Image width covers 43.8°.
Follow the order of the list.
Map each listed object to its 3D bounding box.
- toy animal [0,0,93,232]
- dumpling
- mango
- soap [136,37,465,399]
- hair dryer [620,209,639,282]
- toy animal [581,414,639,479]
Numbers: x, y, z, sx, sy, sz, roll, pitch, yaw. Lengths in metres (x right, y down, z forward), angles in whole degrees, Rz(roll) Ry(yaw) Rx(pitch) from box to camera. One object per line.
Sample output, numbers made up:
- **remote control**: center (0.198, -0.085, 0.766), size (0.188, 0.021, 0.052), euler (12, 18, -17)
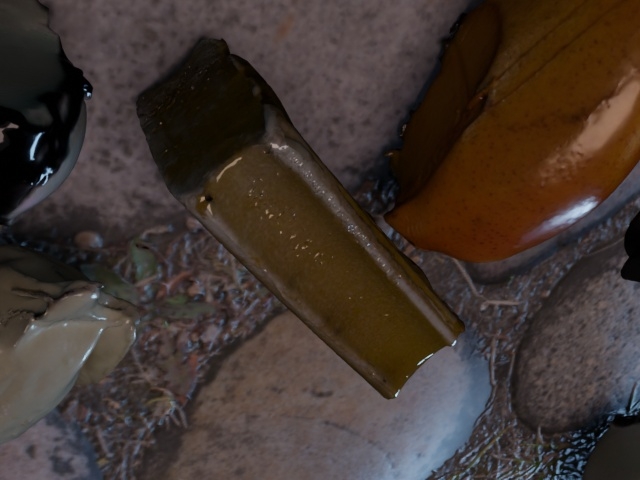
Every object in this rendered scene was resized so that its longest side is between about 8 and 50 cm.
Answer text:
- **toy animal**: center (-0.211, -0.049, 0.416), size (0.138, 0.166, 0.179), euler (33, 115, -22)
- **dumpling**: center (-0.203, 0.070, 0.512), size (0.199, 0.119, 0.136), euler (-19, 146, 21)
- **mango**: center (0.152, -0.093, 0.556), size (0.126, 0.154, 0.252), euler (13, 127, -38)
- **soap**: center (0.000, 0.000, 0.527), size (0.080, 0.160, 0.257), euler (-39, 127, 4)
- **hair dryer**: center (0.325, -0.102, 0.567), size (0.155, 0.284, 0.321), euler (16, 125, 16)
- **toy animal**: center (0.398, 0.320, 0.882), size (0.212, 0.213, 0.267), euler (-24, 133, -10)
